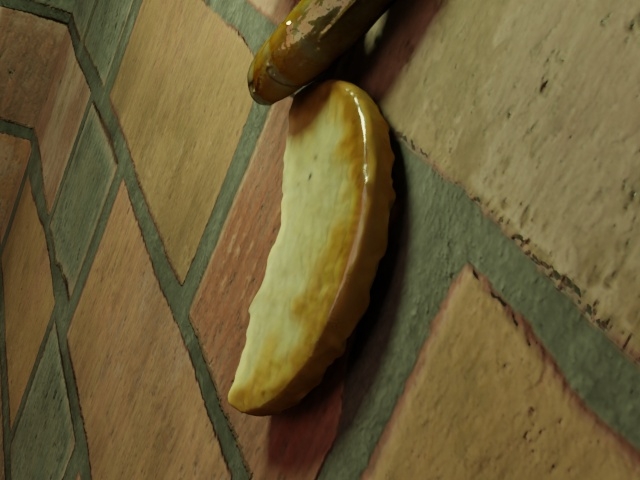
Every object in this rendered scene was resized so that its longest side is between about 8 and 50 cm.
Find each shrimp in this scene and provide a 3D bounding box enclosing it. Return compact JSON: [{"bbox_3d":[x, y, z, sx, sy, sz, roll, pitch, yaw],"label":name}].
[{"bbox_3d":[0.029,-0.223,0.885,0.287,0.063,0.152,-36,17,37],"label":"shrimp"}]

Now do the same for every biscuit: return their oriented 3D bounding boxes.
[{"bbox_3d":[0.000,0.000,0.834,0.204,0.040,0.308,-13,63,63],"label":"biscuit"}]
